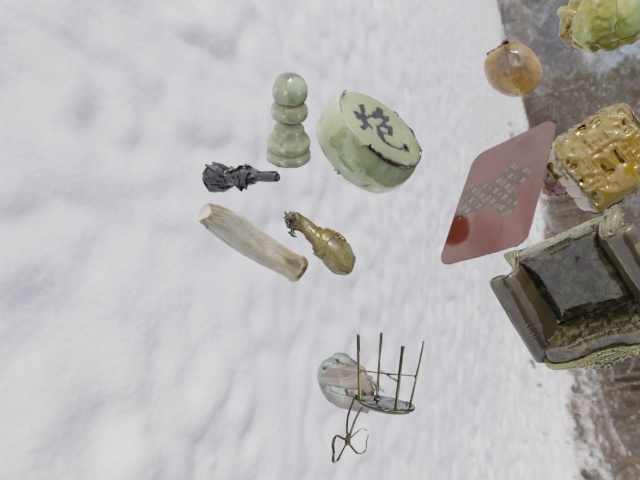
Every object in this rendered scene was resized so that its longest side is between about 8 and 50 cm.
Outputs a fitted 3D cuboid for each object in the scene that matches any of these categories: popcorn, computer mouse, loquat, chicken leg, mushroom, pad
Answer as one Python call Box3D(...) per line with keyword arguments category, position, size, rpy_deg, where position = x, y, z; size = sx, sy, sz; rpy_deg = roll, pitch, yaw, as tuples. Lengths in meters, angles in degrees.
Box3D(category="popcorn", position=(0.751, -0.593, 1.268), size=(0.225, 0.285, 0.174), rpy_deg=(-140, -146, -66))
Box3D(category="computer mouse", position=(0.091, 0.537, 1.760), size=(0.114, 0.389, 0.200), rpy_deg=(-14, 96, -32))
Box3D(category="loquat", position=(0.764, -0.673, 1.893), size=(0.238, 0.193, 0.238), rpy_deg=(32, 40, -31))
Box3D(category="chicken leg", position=(0.000, 0.000, 1.225), size=(0.088, 0.227, 0.103), rpy_deg=(-56, 170, 34))
Box3D(category="mushroom", position=(-0.181, 0.007, 1.328), size=(0.351, 0.122, 0.095), rpy_deg=(32, 85, -20))
Box3D(category="pad", position=(0.296, -0.080, 0.802), size=(0.004, 0.181, 0.267), rpy_deg=(37, 60, -19))

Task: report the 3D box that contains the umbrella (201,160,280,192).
Box3D(category="umbrella", position=(-0.284, -0.225, 1.692), size=(0.118, 0.340, 0.118), rpy_deg=(-10, 101, -58))

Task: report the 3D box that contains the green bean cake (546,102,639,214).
Box3D(category="green bean cake", position=(0.729, -0.206, 1.230), size=(0.230, 0.224, 0.131), rpy_deg=(55, 13, 3))

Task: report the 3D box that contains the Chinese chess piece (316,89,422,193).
Box3D(category="Chinese chess piece", position=(0.155, -0.315, 1.510), size=(0.349, 0.146, 0.349), rpy_deg=(24, 42, -24))

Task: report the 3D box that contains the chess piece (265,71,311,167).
Box3D(category="chess piece", position=(-0.086, -0.329, 1.284), size=(0.133, 0.133, 0.243), rpy_deg=(-62, 161, -47))

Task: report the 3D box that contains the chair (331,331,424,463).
Box3D(category="chair", position=(0.150, 0.400, 1.184), size=(0.159, 0.170, 0.326), rpy_deg=(13, 84, -55))

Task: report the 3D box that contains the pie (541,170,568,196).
Box3D(category="pie", position=(0.827, -0.203, 1.652), size=(0.153, 0.153, 0.038), rpy_deg=(51, 44, -49))

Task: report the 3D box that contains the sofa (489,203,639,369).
Box3D(category="sofa", position=(0.447, 0.088, 0.820), size=(0.182, 0.258, 0.200), rpy_deg=(-31, 90, -51))
